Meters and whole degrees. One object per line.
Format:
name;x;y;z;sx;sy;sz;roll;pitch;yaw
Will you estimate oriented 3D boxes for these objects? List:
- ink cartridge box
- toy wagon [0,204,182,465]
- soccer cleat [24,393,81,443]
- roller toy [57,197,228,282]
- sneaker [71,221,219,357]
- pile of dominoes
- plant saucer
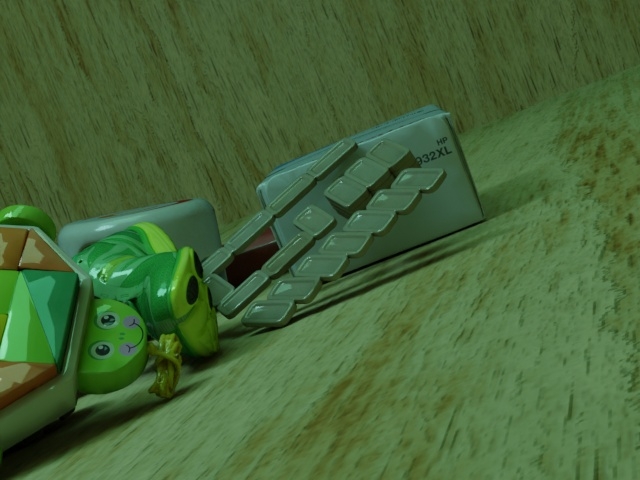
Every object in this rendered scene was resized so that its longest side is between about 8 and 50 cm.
ink cartridge box;0.059;-0.057;1.767;0.223;0.129;0.307;-21;5;4
toy wagon;-0.285;0.075;1.254;0.344;0.068;0.267;3;46;1
soccer cleat;-0.361;0.143;1.306;0.331;0.143;0.116;-24;5;-26
roller toy;-0.212;0.036;1.831;0.209;0.146;0.191;-13;5;-26
sneaker;-0.175;0.058;1.466;0.123;0.109;0.295;-19;14;-15
pile of dominoes;0.000;0.000;1.517;0.251;0.040;0.196;-42;30;-9
plant saucer;-0.090;0.022;2.064;0.259;0.048;0.258;-20;5;31
